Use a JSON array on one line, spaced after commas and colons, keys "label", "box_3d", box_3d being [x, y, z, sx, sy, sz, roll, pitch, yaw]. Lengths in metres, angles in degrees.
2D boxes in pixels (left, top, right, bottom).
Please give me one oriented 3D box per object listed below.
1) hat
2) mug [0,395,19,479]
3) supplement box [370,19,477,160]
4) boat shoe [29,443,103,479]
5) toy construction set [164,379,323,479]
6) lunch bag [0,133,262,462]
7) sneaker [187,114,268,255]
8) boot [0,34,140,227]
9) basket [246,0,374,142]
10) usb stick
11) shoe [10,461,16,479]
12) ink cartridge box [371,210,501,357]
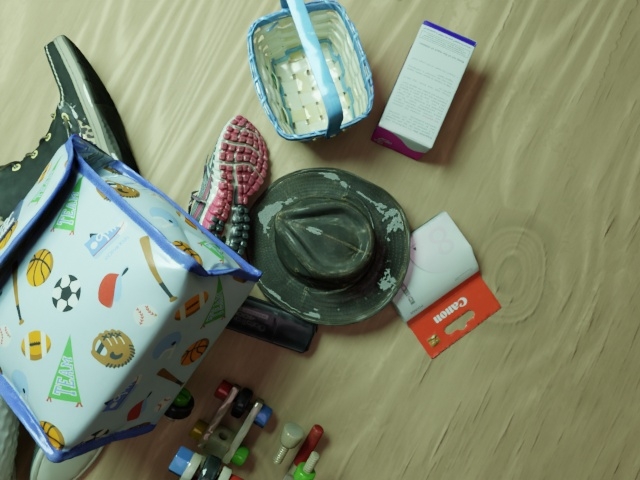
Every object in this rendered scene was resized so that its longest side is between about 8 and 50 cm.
[{"label": "hat", "box_3d": [0.000, 0.000, 0.830, 0.331, 0.134, 0.331, -1, 82, 9]}, {"label": "mug", "box_3d": [-0.672, 0.316, 0.746, 0.374, 0.276, 0.328, -8, 88, 36]}, {"label": "supplement box", "box_3d": [0.196, -0.284, 0.887, 0.114, 0.111, 0.220, 22, 86, -1]}, {"label": "boat shoe", "box_3d": [-0.458, 0.314, 0.855, 0.099, 0.116, 0.319, 25, 93, 39]}, {"label": "toy construction set", "box_3d": [-0.170, 0.418, 0.817, 0.309, 0.257, 0.237, 20, 106, -24]}, {"label": "lunch bag", "box_3d": [-0.350, 0.057, 0.689, 0.385, 0.239, 0.328, 38, 93, 22]}, {"label": "sneaker", "box_3d": [-0.192, -0.100, 0.866, 0.112, 0.121, 0.299, 4, 73, 39]}, {"label": "boot", "box_3d": [-0.508, -0.157, 0.840, 0.284, 0.138, 0.377, -20, 97, -4]}, {"label": "basket", "box_3d": [-0.017, -0.291, 0.788, 0.201, 0.289, 0.254, -18, 87, -3]}, {"label": "usb stick", "box_3d": [-0.142, 0.145, 0.887, 0.278, 0.045, 0.077, 19, 94, -2]}, {"label": "shoe", "box_3d": [-0.609, 0.473, 0.832, 0.063, 0.081, 0.178, -5, 88, -3]}, {"label": "ink cartridge box", "box_3d": [0.232, 0.089, 0.902, 0.189, 0.066, 0.232, -35, 85, -4]}]
